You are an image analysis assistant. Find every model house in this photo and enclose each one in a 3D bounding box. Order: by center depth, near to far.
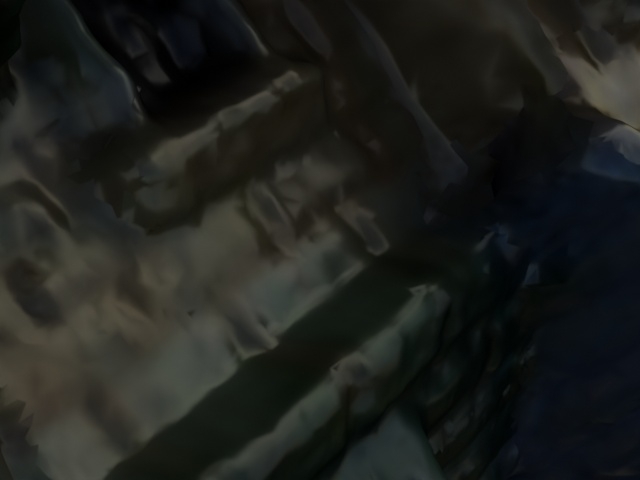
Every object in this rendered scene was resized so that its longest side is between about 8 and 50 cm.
[{"bbox_3d":[0.000,0.000,0.614,0.445,0.395,0.400,-31,90,-47],"label":"model house"}]
